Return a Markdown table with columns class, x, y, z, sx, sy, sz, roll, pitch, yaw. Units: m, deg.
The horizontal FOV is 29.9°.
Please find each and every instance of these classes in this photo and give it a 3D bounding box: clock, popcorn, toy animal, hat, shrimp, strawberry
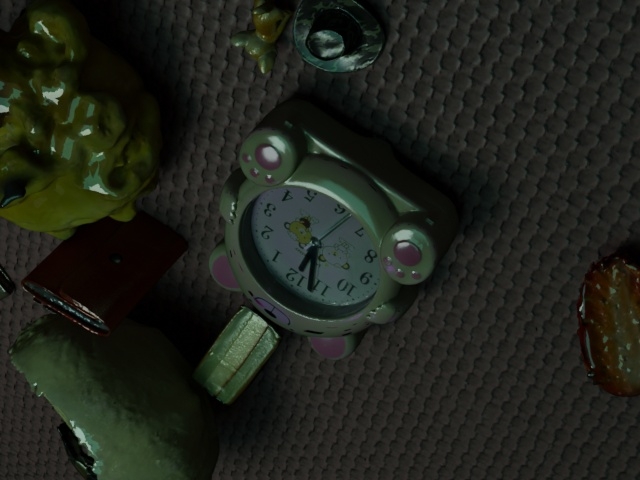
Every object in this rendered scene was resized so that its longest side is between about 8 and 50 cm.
| class | x | y | z | sx | sy | sz | roll | pitch | yaw |
| --- | --- | --- | --- | --- | --- | --- | --- | --- | --- |
| clock | 0.000 | 0.000 | 1.518 | 0.284 | 0.114 | 0.309 | 34 | 133 | 3 |
| popcorn | -0.359 | -0.135 | 1.536 | 0.297 | 0.281 | 0.316 | -24 | 122 | 21 |
| toy animal | -0.070 | -0.244 | 1.414 | 0.060 | 0.081 | 0.083 | 32 | 112 | 3 |
| hat | 0.011 | -0.235 | 1.386 | 0.121 | 0.050 | 0.121 | 17 | 131 | 21 |
| shrimp | -0.356 | 0.353 | 2.010 | 0.198 | 0.051 | 0.262 | 36 | 135 | 3 |
| strawberry | 0.362 | 0.094 | 1.410 | 0.121 | 0.082 | 0.188 | -9 | 109 | 12 |

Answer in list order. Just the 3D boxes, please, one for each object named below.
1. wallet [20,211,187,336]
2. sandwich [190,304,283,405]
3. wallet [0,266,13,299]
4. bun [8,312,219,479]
| class | x | y | z | sx | sy | sz | roll | pitch | yaw |
| --- | --- | --- | --- | --- | --- | --- | --- | --- | --- |
| wallet | -0.293 | 0.033 | 1.644 | 0.142 | 0.204 | 0.045 | 30 | 134 | 8 |
| sandwich | -0.098 | 0.138 | 1.683 | 0.079 | 0.113 | 0.163 | 37 | 124 | 3 |
| wallet | -0.576 | 0.063 | 1.938 | 0.152 | 0.039 | 0.118 | -21 | 112 | 34 |
| bun | -0.278 | 0.232 | 1.750 | 0.364 | 0.202 | 0.364 | 48 | 168 | 13 |
